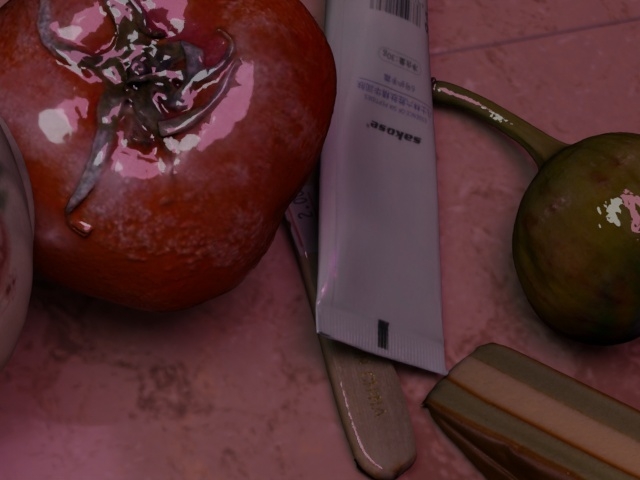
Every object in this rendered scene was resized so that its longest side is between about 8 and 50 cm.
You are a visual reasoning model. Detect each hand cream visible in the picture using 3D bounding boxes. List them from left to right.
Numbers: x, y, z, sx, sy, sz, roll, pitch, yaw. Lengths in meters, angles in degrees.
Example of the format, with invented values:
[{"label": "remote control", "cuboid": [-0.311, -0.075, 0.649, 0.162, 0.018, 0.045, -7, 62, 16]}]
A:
[{"label": "hand cream", "cuboid": [0.041, -0.071, 1.128, 0.109, 0.067, 0.321, 20, 55, -35]}]

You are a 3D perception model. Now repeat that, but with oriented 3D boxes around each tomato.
[{"label": "tomato", "cuboid": [-0.109, -0.069, 1.011, 0.232, 0.188, 0.232, 0, 69, 0]}]

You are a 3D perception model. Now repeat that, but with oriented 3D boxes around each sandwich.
[{"label": "sandwich", "cuboid": [0.157, 0.119, 1.043, 0.079, 0.113, 0.163, -37, 79, -30]}]

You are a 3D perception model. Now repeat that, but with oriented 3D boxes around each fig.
[{"label": "fig", "cuboid": [0.166, -0.038, 1.146, 0.149, 0.149, 0.245, -23, 53, -27]}]

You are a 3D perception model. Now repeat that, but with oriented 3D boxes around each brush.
[{"label": "brush", "cuboid": [0.000, 0.000, 1.107, 0.085, 0.020, 0.336, -9, 67, -24]}]

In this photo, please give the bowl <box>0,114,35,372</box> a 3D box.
[{"label": "bowl", "cuboid": [-0.251, -0.012, 0.899, 0.145, 0.277, 0.277, -22, 72, -46]}]
